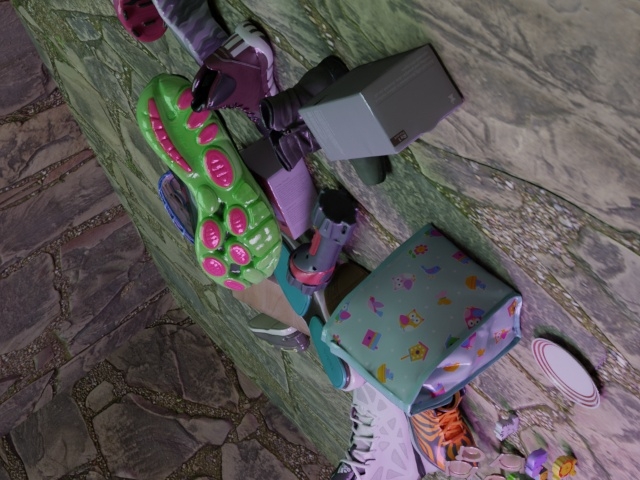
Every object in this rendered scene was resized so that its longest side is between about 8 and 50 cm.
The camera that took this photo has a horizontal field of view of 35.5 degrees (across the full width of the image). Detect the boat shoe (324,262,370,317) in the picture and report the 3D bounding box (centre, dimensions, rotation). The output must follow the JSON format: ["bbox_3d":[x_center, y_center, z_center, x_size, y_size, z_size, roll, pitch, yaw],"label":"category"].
[{"bbox_3d":[0.120,0.179,2.052,0.110,0.121,0.341,36,-167,-47],"label":"boat shoe"}]

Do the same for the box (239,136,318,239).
[{"bbox_3d":[-0.082,-0.110,2.041,0.130,0.091,0.170,35,157,45],"label":"box"}]

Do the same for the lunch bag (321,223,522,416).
[{"bbox_3d":[0.160,0.140,1.611,0.223,0.262,0.160,40,160,33],"label":"lunch bag"}]

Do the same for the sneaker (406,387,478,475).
[{"bbox_3d":[0.252,0.370,2.084,0.321,0.124,0.180,57,164,-8],"label":"sneaker"}]

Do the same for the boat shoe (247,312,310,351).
[{"bbox_3d":[-0.124,0.267,2.926,0.091,0.109,0.305,61,158,-15],"label":"boat shoe"}]

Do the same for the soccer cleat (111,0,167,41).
[{"bbox_3d":[-0.378,-0.544,1.930,0.331,0.116,0.143,73,170,-45],"label":"soccer cleat"}]

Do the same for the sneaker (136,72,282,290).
[{"bbox_3d":[-0.202,-0.119,1.967,0.202,0.185,0.482,-99,-9,-63],"label":"sneaker"}]

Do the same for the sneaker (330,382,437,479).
[{"bbox_3d":[0.123,0.502,2.487,0.169,0.257,0.447,30,153,52],"label":"sneaker"}]

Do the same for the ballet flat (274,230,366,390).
[{"bbox_3d":[0.015,0.144,2.193,0.400,0.139,0.139,62,169,23],"label":"ballet flat"}]

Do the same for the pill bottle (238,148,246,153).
[{"bbox_3d":[-0.165,-0.152,2.170,0.094,0.094,0.169,57,163,-15],"label":"pill bottle"}]

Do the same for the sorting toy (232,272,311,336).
[{"bbox_3d":[-0.083,0.114,2.403,0.255,0.089,0.257,26,159,8],"label":"sorting toy"}]

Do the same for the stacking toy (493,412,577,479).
[{"bbox_3d":[0.406,0.453,1.895,0.167,0.052,0.221,35,141,47],"label":"stacking toy"}]

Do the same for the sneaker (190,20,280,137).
[{"bbox_3d":[-0.160,-0.258,1.809,0.106,0.162,0.281,42,161,30],"label":"sneaker"}]

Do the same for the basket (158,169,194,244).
[{"bbox_3d":[-0.257,-0.090,2.359,0.254,0.201,0.289,55,173,-9],"label":"basket"}]

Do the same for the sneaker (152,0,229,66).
[{"bbox_3d":[-0.260,-0.425,1.830,0.115,0.105,0.281,35,157,44],"label":"sneaker"}]

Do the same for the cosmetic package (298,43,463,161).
[{"bbox_3d":[0.077,-0.186,1.388,0.107,0.127,0.238,56,162,-11],"label":"cosmetic package"}]

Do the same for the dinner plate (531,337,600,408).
[{"bbox_3d":[0.388,0.205,1.568,0.141,0.017,0.141,47,162,20],"label":"dinner plate"}]

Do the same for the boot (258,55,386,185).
[{"bbox_3d":[-0.001,-0.158,1.594,0.083,0.161,0.246,31,153,52],"label":"boot"}]

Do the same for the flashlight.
[{"bbox_3d":[0.000,0.000,1.993,0.103,0.103,0.304,11,148,-4],"label":"flashlight"}]

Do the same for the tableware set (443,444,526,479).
[{"bbox_3d":[0.340,0.471,2.070,0.169,0.020,0.141,15,137,3],"label":"tableware set"}]
